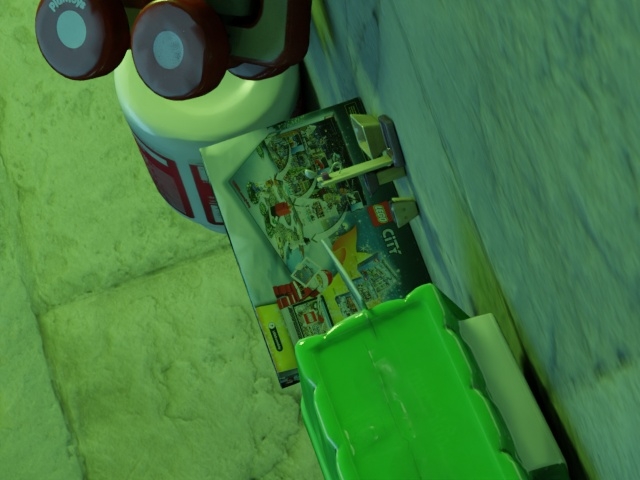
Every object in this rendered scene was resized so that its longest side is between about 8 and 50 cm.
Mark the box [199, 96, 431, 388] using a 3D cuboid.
[{"bbox_3d":[0.000,0.000,1.317,0.044,0.159,0.233,90,161,-73],"label":"box"}]

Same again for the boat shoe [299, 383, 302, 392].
[{"bbox_3d":[0.012,0.090,1.769,0.156,0.135,0.367,100,154,-81],"label":"boat shoe"}]

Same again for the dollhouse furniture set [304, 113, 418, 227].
[{"bbox_3d":[0.025,-0.059,1.250,0.114,0.081,0.091,-121,13,-72],"label":"dollhouse furniture set"}]

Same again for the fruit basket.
[{"bbox_3d":[0.117,0.200,1.041,0.353,0.165,0.327,52,-168,-48],"label":"fruit basket"}]

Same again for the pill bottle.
[{"bbox_3d":[-0.132,-0.152,1.914,0.408,0.229,0.229,84,166,-72],"label":"pill bottle"}]

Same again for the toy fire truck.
[{"bbox_3d":[-0.145,-0.284,1.423,0.169,0.302,0.254,-24,-58,-54],"label":"toy fire truck"}]
